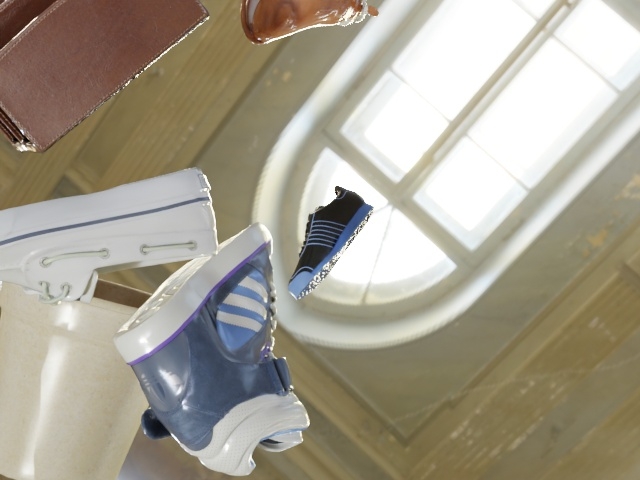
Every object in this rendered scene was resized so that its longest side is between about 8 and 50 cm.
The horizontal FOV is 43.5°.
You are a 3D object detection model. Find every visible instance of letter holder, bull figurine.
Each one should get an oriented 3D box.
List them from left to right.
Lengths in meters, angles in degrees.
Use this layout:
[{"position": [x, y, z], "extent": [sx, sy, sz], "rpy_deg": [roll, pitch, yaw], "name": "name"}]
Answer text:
[{"position": [-0.346, -0.294, 1.080], "extent": [0.214, 0.302, 0.152], "rpy_deg": [54, 160, -24], "name": "letter holder"}, {"position": [-0.014, -0.455, 1.439], "extent": [0.310, 0.188, 0.101], "rpy_deg": [-30, -141, -33], "name": "bull figurine"}]

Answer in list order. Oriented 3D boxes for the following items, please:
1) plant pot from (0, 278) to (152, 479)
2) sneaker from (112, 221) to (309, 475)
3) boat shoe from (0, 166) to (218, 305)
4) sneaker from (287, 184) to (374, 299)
[{"position": [-0.398, 0.224, 1.308], "extent": [0.334, 0.305, 0.334], "rpy_deg": [16, 178, 0], "name": "plant pot"}, {"position": [-0.093, 0.134, 0.961], "extent": [0.236, 0.130, 0.323], "rpy_deg": [56, -153, -9], "name": "sneaker"}, {"position": [-0.179, 0.010, 0.567], "extent": [0.083, 0.226, 0.076], "rpy_deg": [167, 87, -74], "name": "boat shoe"}, {"position": [0.000, 0.000, 1.463], "extent": [0.090, 0.232, 0.081], "rpy_deg": [35, 158, 12], "name": "sneaker"}]
